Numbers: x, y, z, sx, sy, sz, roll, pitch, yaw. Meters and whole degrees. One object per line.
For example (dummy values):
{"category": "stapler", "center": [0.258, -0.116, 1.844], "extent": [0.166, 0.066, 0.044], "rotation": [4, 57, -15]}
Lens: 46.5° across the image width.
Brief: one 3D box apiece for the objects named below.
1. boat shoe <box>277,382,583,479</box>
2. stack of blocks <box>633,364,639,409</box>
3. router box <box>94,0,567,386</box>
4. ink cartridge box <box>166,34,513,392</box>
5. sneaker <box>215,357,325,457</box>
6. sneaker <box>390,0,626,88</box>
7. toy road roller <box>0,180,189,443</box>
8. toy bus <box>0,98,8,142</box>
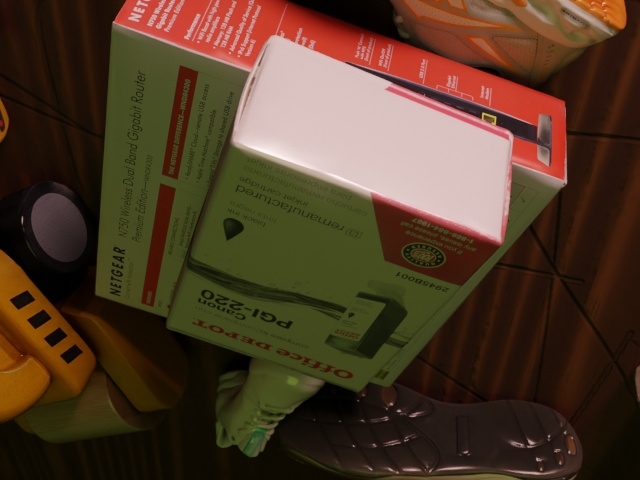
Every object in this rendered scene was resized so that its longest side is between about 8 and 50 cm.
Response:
{"category": "boat shoe", "center": [0.113, 0.242, 0.819], "extent": [0.324, 0.122, 0.120], "rotation": [7, 132, 9]}
{"category": "stack of blocks", "center": [0.439, 0.091, 0.638], "extent": [0.171, 0.087, 0.297], "rotation": [24, 129, -6]}
{"category": "router box", "center": [-0.020, -0.023, 0.606], "extent": [0.301, 0.082, 0.335], "rotation": [19, 143, -6]}
{"category": "ink cartridge box", "center": [0.000, 0.000, 0.485], "extent": [0.158, 0.092, 0.218], "rotation": [20, 144, -8]}
{"category": "sneaker", "center": [-0.059, 0.179, 0.782], "extent": [0.080, 0.094, 0.212], "rotation": [22, 153, -17]}
{"category": "sneaker", "center": [0.071, -0.173, 0.502], "extent": [0.262, 0.099, 0.121], "rotation": [24, 140, -16]}
{"category": "toy road roller", "center": [-0.312, 0.124, 0.748], "extent": [0.202, 0.240, 0.329], "rotation": [-15, 123, 24]}
{"category": "toy bus", "center": [-0.472, -0.102, 0.678], "extent": [0.332, 0.130, 0.108], "rotation": [-2, 128, 15]}
